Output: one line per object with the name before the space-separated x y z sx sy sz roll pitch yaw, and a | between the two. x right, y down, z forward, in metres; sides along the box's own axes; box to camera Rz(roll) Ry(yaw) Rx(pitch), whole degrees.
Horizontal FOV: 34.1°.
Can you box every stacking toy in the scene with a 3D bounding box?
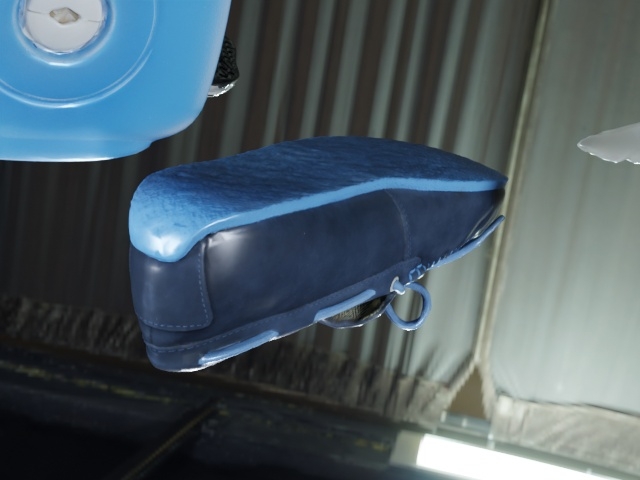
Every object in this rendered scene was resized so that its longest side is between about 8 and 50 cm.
stacking toy | -0.174 -0.188 0.586 0.175 0.166 0.302 -1 -144 -28

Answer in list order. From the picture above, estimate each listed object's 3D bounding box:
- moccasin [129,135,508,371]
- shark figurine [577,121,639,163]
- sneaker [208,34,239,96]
moccasin | 0.000 0.000 0.696 0.137 0.117 0.342 24 -157 39
shark figurine | 0.198 -0.131 0.387 0.166 0.278 0.116 -37 -112 -21
sneaker | -0.143 -0.175 1.109 0.084 0.097 0.235 46 -168 -10
